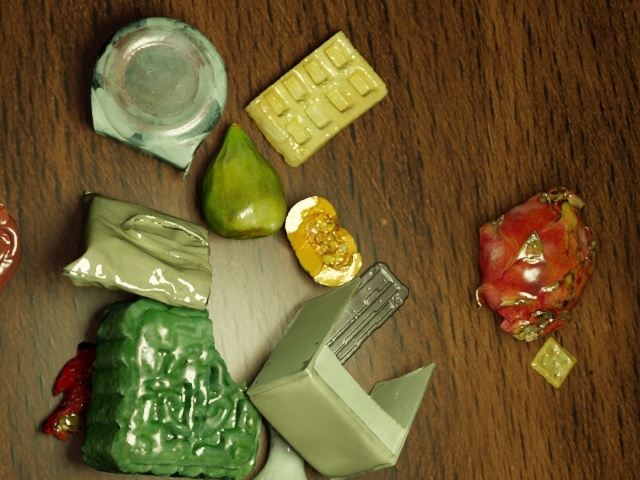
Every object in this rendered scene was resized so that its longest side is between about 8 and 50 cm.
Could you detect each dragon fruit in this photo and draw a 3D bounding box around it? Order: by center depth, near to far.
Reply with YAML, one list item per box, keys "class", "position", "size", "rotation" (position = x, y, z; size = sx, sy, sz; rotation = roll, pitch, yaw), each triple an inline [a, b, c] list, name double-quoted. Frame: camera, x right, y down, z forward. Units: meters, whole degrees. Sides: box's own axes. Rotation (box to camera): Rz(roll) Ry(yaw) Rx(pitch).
- class: "dragon fruit"
  position: [-0.440, 0.276, 1.707]
  size: [0.122, 0.092, 0.192]
  rotation: [43, 75, -5]
- class: "dragon fruit"
  position: [0.432, 0.041, 1.897]
  size: [0.250, 0.250, 0.314]
  rotation: [5, 99, -14]

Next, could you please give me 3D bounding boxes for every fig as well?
- class: "fig"
  position: [-0.157, -0.094, 1.809]
  size: [0.167, 0.167, 0.233]
  rotation: [-10, 45, -15]

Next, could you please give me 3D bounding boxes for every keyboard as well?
- class: "keyboard"
  position: [0.066, 0.160, 1.892]
  size: [0.262, 0.016, 0.106]
  rotation: [-44, 94, -15]

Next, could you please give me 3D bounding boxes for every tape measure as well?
- class: "tape measure"
  position: [-0.311, -0.284, 1.794]
  size: [0.256, 0.147, 0.275]
  rotation: [24, 81, -8]

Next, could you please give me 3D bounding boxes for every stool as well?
- class: "stool"
  position: [0.045, 0.257, 1.720]
  size: [0.243, 0.170, 0.269]
  rotation: [49, 43, -15]

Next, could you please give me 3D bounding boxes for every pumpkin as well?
- class: "pumpkin"
  position: [0.000, 0.000, 1.852]
  size: [0.119, 0.108, 0.183]
  rotation: [-28, 98, -9]

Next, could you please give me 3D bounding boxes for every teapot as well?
- class: "teapot"
  position: [-0.069, 0.443, 1.749]
  size: [0.184, 0.183, 0.250]
  rotation: [15, 67, -12]

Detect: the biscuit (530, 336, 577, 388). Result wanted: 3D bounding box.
- class: "biscuit"
  position: [0.495, 0.259, 1.987]
  size: [0.083, 0.018, 0.081]
  rotation: [42, 75, -5]

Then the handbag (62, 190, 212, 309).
- class: "handbag"
  position: [-0.321, 0.019, 1.685]
  size: [0.253, 0.316, 0.109]
  rotation: [16, 110, -15]

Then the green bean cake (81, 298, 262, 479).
- class: "green bean cake"
  position: [-0.250, 0.268, 1.674]
  size: [0.300, 0.169, 0.307]
  rotation: [14, 74, -38]

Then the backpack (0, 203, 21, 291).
- class: "backpack"
  position: [-0.643, 0.014, 1.668]
  size: [0.229, 0.139, 0.229]
  rotation: [1, 84, -12]

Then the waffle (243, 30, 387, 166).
- class: "waffle"
  position: [-0.004, -0.291, 1.916]
  size: [0.274, 0.057, 0.168]
  rotation: [-40, 94, -16]
